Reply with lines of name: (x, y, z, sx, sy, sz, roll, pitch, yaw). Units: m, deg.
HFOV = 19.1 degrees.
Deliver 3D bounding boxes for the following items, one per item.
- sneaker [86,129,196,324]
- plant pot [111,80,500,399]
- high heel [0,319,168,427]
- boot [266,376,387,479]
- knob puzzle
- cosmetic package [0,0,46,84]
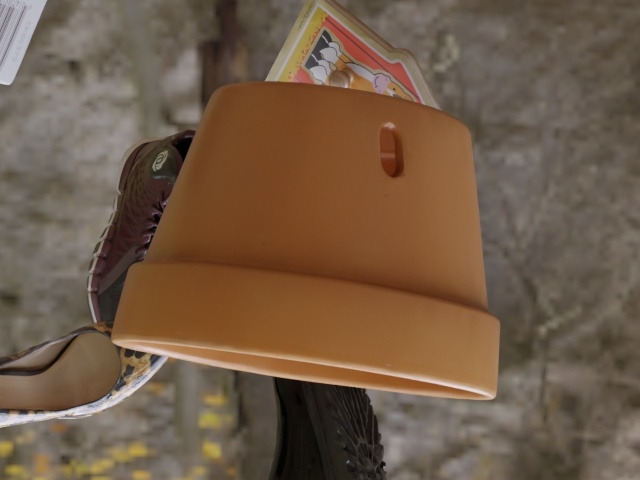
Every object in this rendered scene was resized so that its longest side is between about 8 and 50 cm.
sneaker: (-0.190, -0.007, 2.242, 0.106, 0.281, 0.162, 15, 159, -29)
plant pot: (0.000, 0.000, 1.430, 0.291, 0.203, 0.291, 8, 174, 1)
high heel: (-0.268, 0.139, 1.965, 0.261, 0.093, 0.186, -19, 174, -2)
boot: (-0.069, 0.271, 1.898, 0.260, 0.348, 0.131, -17, 159, 16)
knob puzzle: (0.030, -0.088, 1.600, 0.213, 0.213, 0.030, 15, -145, 31)
cosmetic package: (-0.330, -0.235, 1.556, 0.183, 0.151, 0.151, 25, -175, 12)
